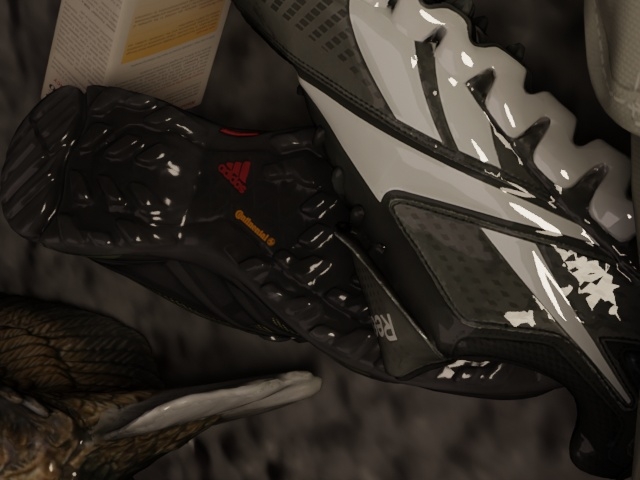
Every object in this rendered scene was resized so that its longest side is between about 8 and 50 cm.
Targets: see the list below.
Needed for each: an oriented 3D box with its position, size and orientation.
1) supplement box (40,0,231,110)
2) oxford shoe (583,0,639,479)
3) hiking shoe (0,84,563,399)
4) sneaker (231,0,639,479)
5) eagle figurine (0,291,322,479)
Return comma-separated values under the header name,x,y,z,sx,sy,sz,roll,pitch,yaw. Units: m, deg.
name,x,y,z,sx,sy,sz,roll,pitch,yaw
supplement box,-0.069,-0.091,0.654,0.036,0.062,0.098,43,135,23
oxford shoe,0.121,-0.104,0.364,0.130,0.169,0.449,23,118,35
hiking shoe,0.000,0.000,0.622,0.226,0.114,0.086,20,87,17
sneaker,0.036,-0.014,0.515,0.234,0.078,0.106,40,97,9
eagle figurine,-0.165,0.094,0.726,0.298,0.225,0.226,40,145,17
